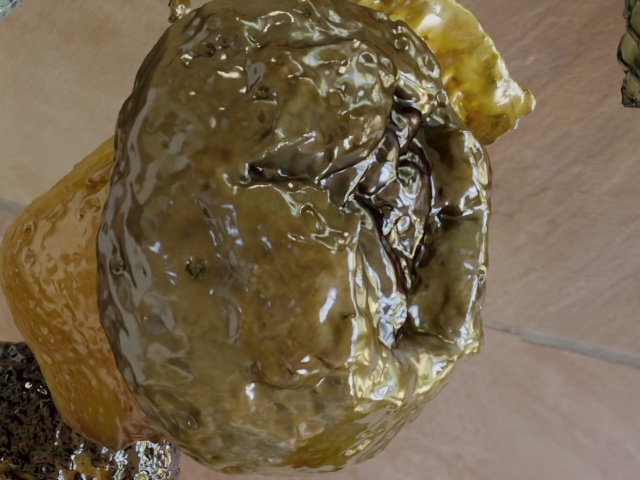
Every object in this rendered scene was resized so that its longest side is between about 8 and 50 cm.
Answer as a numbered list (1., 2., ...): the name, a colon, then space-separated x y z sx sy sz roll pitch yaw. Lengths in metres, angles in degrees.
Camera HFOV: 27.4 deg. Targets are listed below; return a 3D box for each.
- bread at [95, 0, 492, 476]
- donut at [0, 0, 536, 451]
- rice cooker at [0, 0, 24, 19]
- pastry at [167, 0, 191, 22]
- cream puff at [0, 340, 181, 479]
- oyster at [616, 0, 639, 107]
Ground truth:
1. bread: 0.000 0.000 0.593 0.123 0.230 0.230 2 93 29
2. donut: -0.073 -0.032 0.946 0.163 0.378 0.435 57 34 -13
3. rice cooker: -0.314 -0.306 0.921 0.277 0.288 0.288 32 84 5
4. pastry: -0.064 -0.282 1.030 0.154 0.250 0.102 22 47 -27
5. cream puff: -0.250 0.202 1.229 0.239 0.239 0.165 34 66 -15
6. oyster: 0.194 -0.099 0.474 0.260 0.198 0.092 5 52 -51
